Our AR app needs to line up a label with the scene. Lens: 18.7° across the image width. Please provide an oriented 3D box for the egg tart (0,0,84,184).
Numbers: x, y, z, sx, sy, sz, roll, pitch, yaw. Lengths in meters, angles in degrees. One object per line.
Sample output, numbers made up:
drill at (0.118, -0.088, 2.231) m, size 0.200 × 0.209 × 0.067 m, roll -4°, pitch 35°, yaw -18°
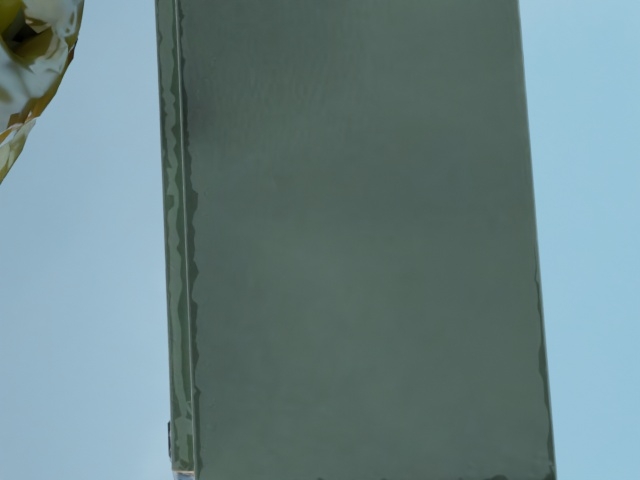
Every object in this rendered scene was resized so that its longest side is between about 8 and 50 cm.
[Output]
egg tart at (-0.109, -0.107, 0.399) m, size 0.095 × 0.279 × 0.278 m, roll -2°, pitch -107°, yaw 21°

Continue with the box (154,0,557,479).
box at (0.000, 0.000, 0.706) m, size 0.117 × 0.225 × 0.225 m, roll -2°, pitch -106°, yaw -4°
